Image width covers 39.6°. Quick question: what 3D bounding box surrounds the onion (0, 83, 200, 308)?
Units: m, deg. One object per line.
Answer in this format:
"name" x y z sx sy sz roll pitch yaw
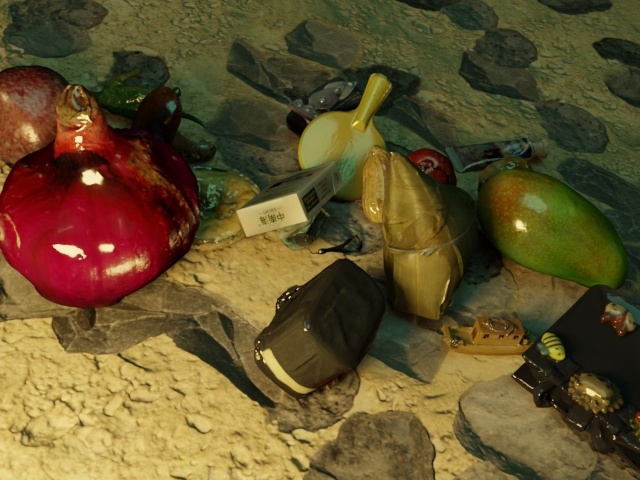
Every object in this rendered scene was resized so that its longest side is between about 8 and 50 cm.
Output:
"onion" -0.421 -0.104 1.694 0.399 0.420 0.398 7 49 -8

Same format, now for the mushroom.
"mushroom" -0.339 -0.218 2.069 0.218 0.227 0.148 27 4 -42

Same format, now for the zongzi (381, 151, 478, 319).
"zongzi" 0.230 -0.087 1.871 0.174 0.392 0.356 1 33 23

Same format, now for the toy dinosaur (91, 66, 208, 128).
"toy dinosaur" -0.508 -0.324 2.149 0.447 0.087 0.301 26 38 31

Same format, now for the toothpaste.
"toothpaste" 0.465 -0.227 2.323 0.266 0.061 0.096 -8 47 -13

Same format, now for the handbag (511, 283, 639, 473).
"handbag" 0.584 0.264 1.762 0.303 0.121 0.329 38 49 25

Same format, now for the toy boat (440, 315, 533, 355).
"toy boat" 0.342 0.194 1.807 0.201 0.077 0.057 3 44 -11

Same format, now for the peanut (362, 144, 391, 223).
"peanut" 0.144 -0.132 2.076 0.094 0.083 0.194 12 68 -20

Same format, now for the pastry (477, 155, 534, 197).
"pastry" 0.448 -0.135 2.142 0.153 0.153 0.081 2 35 -12

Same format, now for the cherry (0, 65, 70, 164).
"cherry" -0.648 -0.272 1.989 0.230 0.203 0.300 -22 66 -34

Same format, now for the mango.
"mango" 0.524 -0.018 2.000 0.382 0.201 0.225 35 31 5

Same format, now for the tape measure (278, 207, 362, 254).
"tape measure" -0.001 0.004 1.964 0.180 0.107 0.104 33 64 -32

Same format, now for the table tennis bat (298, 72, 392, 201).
"table tennis bat" 0.081 -0.259 2.164 0.224 0.054 0.368 28 66 -7

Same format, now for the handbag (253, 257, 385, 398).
"handbag" 0.002 0.171 1.677 0.181 0.181 0.254 44 40 -11

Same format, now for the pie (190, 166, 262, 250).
"pie" -0.250 -0.075 1.974 0.274 0.055 0.274 7 42 -6

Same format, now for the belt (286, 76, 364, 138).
"belt" 0.026 -0.321 2.260 0.128 0.122 0.218 36 55 21

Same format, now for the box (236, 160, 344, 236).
"box" -0.061 -0.094 1.937 0.155 0.067 0.243 -12 16 27

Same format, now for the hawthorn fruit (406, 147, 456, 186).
"hawthorn fruit" 0.249 -0.152 2.098 0.148 0.172 0.148 -2 72 5
